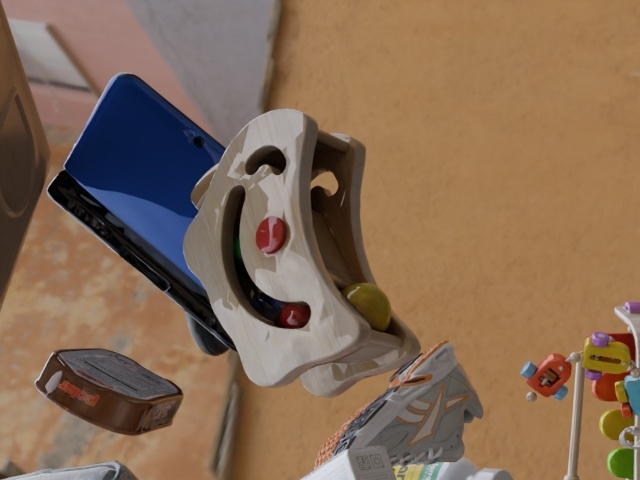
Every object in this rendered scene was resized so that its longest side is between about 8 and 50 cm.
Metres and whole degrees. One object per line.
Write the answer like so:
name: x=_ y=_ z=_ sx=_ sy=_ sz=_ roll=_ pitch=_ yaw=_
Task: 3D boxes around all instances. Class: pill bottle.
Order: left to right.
pill bottle: x=0.142 y=0.337 z=1.293 sx=0.117 sy=0.208 sz=0.118 roll=13 pitch=-107 yaw=-53

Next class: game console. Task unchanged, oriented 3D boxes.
game console: x=-0.148 y=-0.025 z=1.175 sx=0.173 sy=0.293 sz=0.250 roll=-50 pitch=-3 yaw=-1

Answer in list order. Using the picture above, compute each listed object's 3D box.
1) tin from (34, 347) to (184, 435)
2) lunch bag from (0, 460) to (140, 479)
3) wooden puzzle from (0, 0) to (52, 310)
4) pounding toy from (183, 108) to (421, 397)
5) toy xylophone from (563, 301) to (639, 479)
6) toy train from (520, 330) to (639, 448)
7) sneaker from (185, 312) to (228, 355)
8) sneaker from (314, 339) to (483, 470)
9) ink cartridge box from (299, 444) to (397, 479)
tin: x=-0.191 y=0.136 z=0.932 sx=0.189 sy=0.106 sz=0.040 roll=29 pitch=-96 yaw=-80
lunch bag: x=-0.279 y=0.417 z=1.156 sx=0.256 sy=0.305 sz=0.212 roll=53 pitch=-145 yaw=-27
wooden puzzle: x=-0.346 y=-0.073 z=0.929 sx=0.348 sy=0.080 sz=0.322 roll=93 pitch=-179 yaw=-48
pounding toy: x=0.000 y=0.000 z=0.803 sx=0.154 sy=0.269 sz=0.155 roll=-47 pitch=-38 yaw=19
toy xylophone: x=0.421 y=0.235 z=1.310 sx=0.081 sy=0.236 sz=0.323 roll=-165 pitch=83 yaw=-82
toy train: x=0.325 y=0.165 z=1.171 sx=0.125 sy=0.166 sz=0.046 roll=-57 pitch=2 yaw=31
sneaker: x=-0.132 y=0.074 z=1.505 sx=0.087 sy=0.130 sz=0.228 roll=-22 pitch=-62 yaw=-58
sneaker: x=0.105 y=0.221 z=1.147 sx=0.262 sy=0.121 sz=0.099 roll=-36 pitch=-3 yaw=-41
ink cartridge box: x=0.022 y=0.166 z=0.491 sx=0.029 sy=0.063 sz=0.115 roll=3 pitch=-124 yaw=-40
